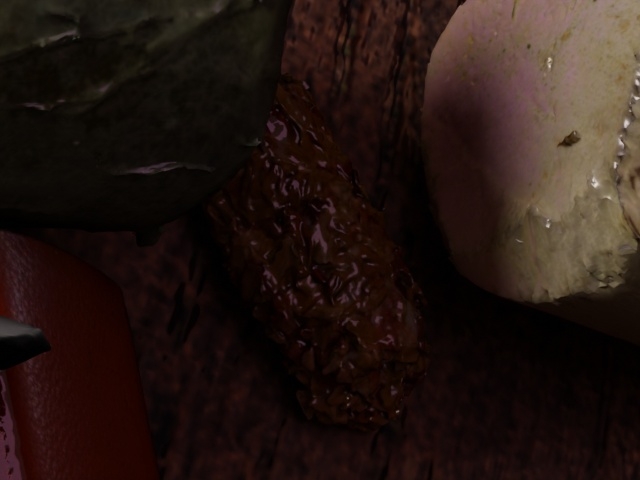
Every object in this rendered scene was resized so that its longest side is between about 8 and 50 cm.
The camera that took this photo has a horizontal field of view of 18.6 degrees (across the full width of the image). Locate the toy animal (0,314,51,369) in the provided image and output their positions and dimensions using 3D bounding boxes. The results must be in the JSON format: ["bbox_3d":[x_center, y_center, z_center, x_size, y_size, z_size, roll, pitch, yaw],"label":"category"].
[{"bbox_3d":[-0.194,0.077,0.607,0.166,0.138,0.179,27,100,-23],"label":"toy animal"}]

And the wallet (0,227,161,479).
[{"bbox_3d":[-0.092,0.105,0.716,0.142,0.045,0.204,30,45,-68],"label":"wallet"}]

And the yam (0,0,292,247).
[{"bbox_3d":[-0.180,-0.095,0.687,0.300,0.195,0.195,2,68,-34],"label":"yam"}]

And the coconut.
[{"bbox_3d":[0.192,-0.055,0.898,0.245,0.233,0.233,14,62,-28],"label":"coconut"}]

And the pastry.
[{"bbox_3d":[-0.002,0.001,0.845,0.087,0.063,0.169,-27,85,-41],"label":"pastry"}]
